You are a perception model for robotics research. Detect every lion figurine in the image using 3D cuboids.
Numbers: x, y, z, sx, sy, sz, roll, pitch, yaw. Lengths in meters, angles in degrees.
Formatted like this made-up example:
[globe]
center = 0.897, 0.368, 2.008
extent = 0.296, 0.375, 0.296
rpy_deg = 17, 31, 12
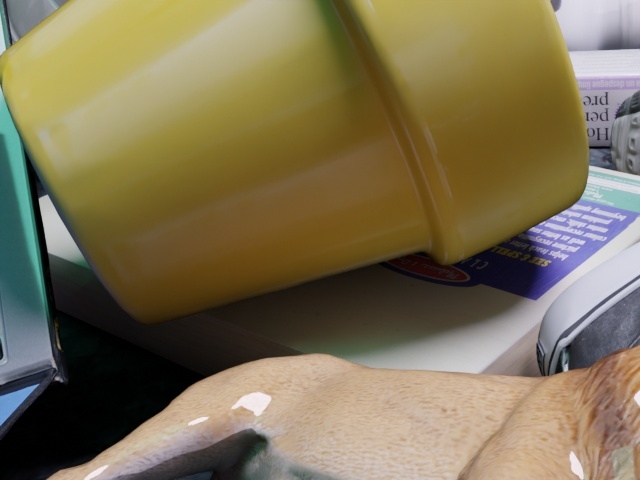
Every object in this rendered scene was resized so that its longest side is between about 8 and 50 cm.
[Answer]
[lion figurine]
center = 0.028, 0.098, 0.410
extent = 0.392, 0.142, 0.240
rpy_deg = 11, 29, 38

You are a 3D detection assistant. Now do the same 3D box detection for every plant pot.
[plant pot]
center = -0.025, -0.079, 0.568
extent = 0.239, 0.254, 0.254
rpy_deg = -27, 28, -3

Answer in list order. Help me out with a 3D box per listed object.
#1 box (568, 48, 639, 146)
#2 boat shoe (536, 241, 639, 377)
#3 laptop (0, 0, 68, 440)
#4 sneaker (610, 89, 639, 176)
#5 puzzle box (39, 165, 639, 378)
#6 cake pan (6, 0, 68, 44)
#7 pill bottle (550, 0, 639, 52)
[box]
center = 0.120, -0.117, 0.893
extent = 0.323, 0.063, 0.067
rpy_deg = 1, 29, 18
[boat shoe]
center = 0.239, 0.000, 0.473
extent = 0.306, 0.113, 0.105
rpy_deg = -32, 24, 8
[laptop]
center = -0.335, 0.034, 0.451
extent = 0.381, 0.236, 0.408
rpy_deg = -18, 64, 3
[sneaker]
center = 0.329, -0.041, 0.667
extent = 0.297, 0.111, 0.129
rpy_deg = 16, 20, 34
[puzzle box]
center = 0.000, 0.000, 0.709
extent = 0.408, 0.052, 0.272
rpy_deg = 17, 36, 41
[cake pan]
center = -0.144, -0.201, 0.972
extent = 0.293, 0.054, 0.293
rpy_deg = 19, 40, -17
[pill bottle]
center = 0.167, -0.213, 0.964
extent = 0.278, 0.162, 0.162
rpy_deg = -1, 27, 14
